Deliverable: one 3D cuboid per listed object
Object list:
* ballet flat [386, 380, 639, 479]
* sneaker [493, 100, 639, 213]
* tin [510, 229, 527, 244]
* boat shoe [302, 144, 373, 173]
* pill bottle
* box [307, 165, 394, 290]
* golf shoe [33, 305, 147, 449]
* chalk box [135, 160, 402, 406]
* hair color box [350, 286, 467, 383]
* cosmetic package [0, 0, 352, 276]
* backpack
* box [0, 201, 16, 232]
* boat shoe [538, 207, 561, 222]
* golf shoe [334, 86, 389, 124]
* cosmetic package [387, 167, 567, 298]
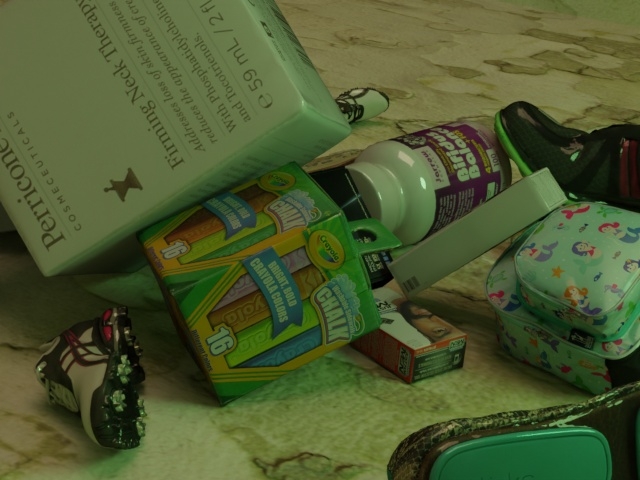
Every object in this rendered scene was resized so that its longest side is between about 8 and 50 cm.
[{"bbox_3d":[0.301,0.224,1.379,0.483,0.164,0.182,-3,3,-12],"label":"ballet flat"},{"bbox_3d":[0.505,-0.119,2.038,0.483,0.202,0.185,25,24,10],"label":"sneaker"},{"bbox_3d":[0.381,0.012,2.020,0.190,0.040,0.106,-9,22,-27],"label":"tin"},{"bbox_3d":[0.031,-0.105,2.152,0.285,0.104,0.089,-8,25,-22],"label":"boat shoe"},{"bbox_3d":[0.151,-0.085,2.041,0.169,0.169,0.302,23,30,38],"label":"pill bottle"},{"bbox_3d":[0.000,0.000,1.803,0.147,0.077,0.180,-14,72,-37],"label":"box"},{"bbox_3d":[-0.265,0.171,1.485,0.120,0.105,0.273,-15,19,-3],"label":"golf shoe"},{"bbox_3d":[-0.047,0.034,1.592,0.289,0.179,0.180,-27,31,-11],"label":"chalk box"},{"bbox_3d":[0.101,0.120,1.693,0.093,0.053,0.167,-12,29,-36],"label":"hair color box"},{"bbox_3d":[-0.224,-0.187,1.713,0.394,0.329,0.327,-33,-6,10],"label":"cosmetic package"},{"bbox_3d":[0.341,0.067,1.673,0.254,0.191,0.225,17,53,44],"label":"backpack"},{"bbox_3d":[-0.499,-0.105,1.989,0.231,0.126,0.262,-10,22,5],"label":"box"},{"bbox_3d":[0.416,-0.030,2.123,0.125,0.038,0.046,5,-20,-11],"label":"boat shoe"},{"bbox_3d":[0.049,-0.249,2.560,0.198,0.077,0.094,-7,39,-15],"label":"golf shoe"},{"bbox_3d":[0.212,-0.011,1.761,0.239,0.060,0.099,-34,-7,25],"label":"cosmetic package"}]
